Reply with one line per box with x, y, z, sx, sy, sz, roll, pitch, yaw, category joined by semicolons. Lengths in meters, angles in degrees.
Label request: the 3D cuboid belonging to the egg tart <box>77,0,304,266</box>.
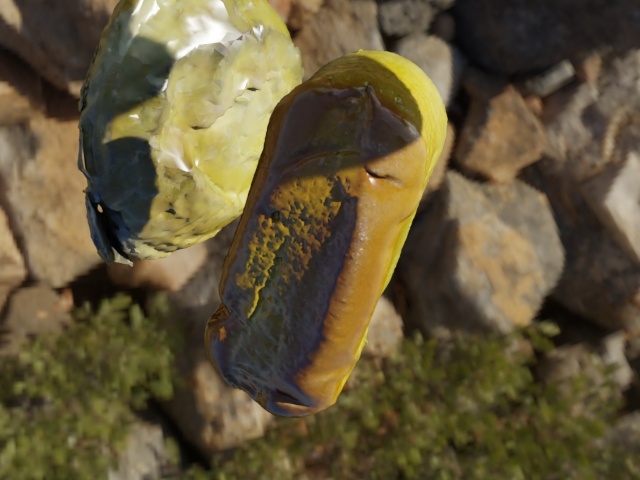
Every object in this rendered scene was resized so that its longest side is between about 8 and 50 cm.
-0.083;-0.091;1.132;0.232;0.098;0.252;1;108;-64;egg tart

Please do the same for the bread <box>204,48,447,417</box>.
0.000;0.000;0.959;0.102;0.094;0.245;25;124;6;bread
